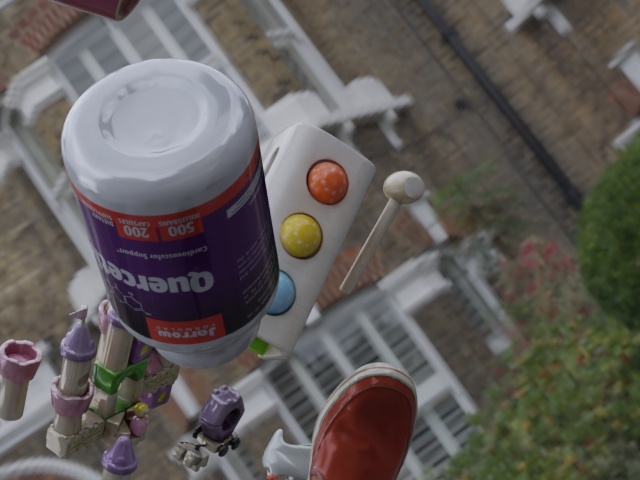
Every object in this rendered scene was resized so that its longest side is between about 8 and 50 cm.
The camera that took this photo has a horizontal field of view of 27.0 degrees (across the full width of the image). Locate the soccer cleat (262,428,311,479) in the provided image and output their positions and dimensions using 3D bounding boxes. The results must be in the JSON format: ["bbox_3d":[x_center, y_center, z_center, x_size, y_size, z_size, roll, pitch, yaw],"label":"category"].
[{"bbox_3d":[0.012,0.333,1.930,0.068,0.196,0.076,147,141,-70],"label":"soccer cleat"}]

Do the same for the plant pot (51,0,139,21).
[{"bbox_3d":[-0.303,-0.376,1.685,0.201,0.180,0.201,-61,1,2],"label":"plant pot"}]

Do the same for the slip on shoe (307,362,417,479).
[{"bbox_3d":[0.033,0.299,1.564,0.101,0.123,0.331,-122,52,-67],"label":"slip on shoe"}]

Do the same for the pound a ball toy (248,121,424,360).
[{"bbox_3d":[0.000,0.000,1.683,0.319,0.208,0.135,-64,18,-18],"label":"pound a ball toy"}]

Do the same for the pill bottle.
[{"bbox_3d":[-0.138,-0.012,1.322,0.181,0.181,0.323,-32,-35,-19],"label":"pill bottle"}]

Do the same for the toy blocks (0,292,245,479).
[{"bbox_3d":[-0.290,0.185,2.038,0.288,0.309,0.260,-24,-42,-52],"label":"toy blocks"}]
